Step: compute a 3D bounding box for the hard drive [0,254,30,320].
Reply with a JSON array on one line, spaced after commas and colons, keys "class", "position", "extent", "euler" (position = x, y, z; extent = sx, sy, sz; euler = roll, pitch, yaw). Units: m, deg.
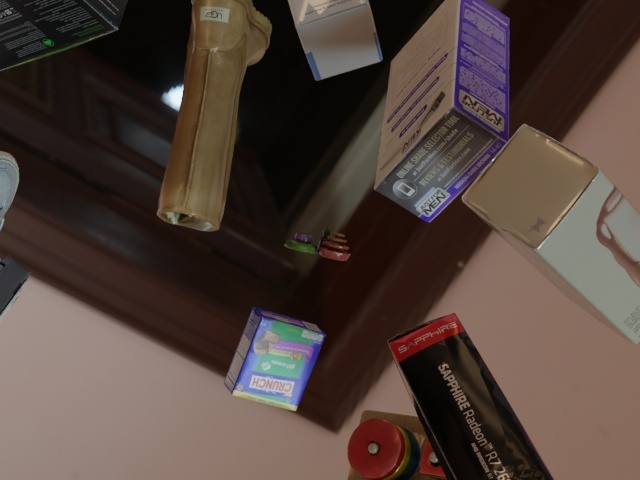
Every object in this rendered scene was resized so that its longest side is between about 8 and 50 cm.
[{"class": "hard drive", "position": [-0.519, 0.169, 1.724], "extent": [0.339, 0.064, 0.237], "euler": [-41, -164, 54]}]

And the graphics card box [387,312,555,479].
[{"class": "graphics card box", "position": [0.196, 0.274, 1.328], "extent": [0.094, 0.233, 0.371], "euler": [-24, -144, 0]}]

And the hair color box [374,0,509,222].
[{"class": "hair color box", "position": [0.183, -0.207, 1.858], "extent": [0.185, 0.110, 0.339], "euler": [-47, -160, 36]}]

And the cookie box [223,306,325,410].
[{"class": "cookie box", "position": [-0.057, 0.148, 1.562], "extent": [0.107, 0.091, 0.040], "euler": [-69, -157, 10]}]

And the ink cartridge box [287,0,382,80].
[{"class": "ink cartridge box", "position": [-0.005, -0.462, 2.130], "extent": [0.129, 0.223, 0.308], "euler": [-17, -108, 5]}]

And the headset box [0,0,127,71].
[{"class": "headset box", "position": [-0.332, -0.369, 1.513], "extent": [0.246, 0.131, 0.283], "euler": [-11, -126, 35]}]

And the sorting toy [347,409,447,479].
[{"class": "sorting toy", "position": [0.129, 0.373, 1.780], "extent": [0.255, 0.089, 0.257], "euler": [3, -107, 34]}]

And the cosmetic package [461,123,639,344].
[{"class": "cosmetic package", "position": [0.333, -0.004, 1.610], "extent": [0.129, 0.296, 0.153], "euler": [-51, -135, 2]}]

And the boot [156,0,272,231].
[{"class": "boot", "position": [-0.127, -0.143, 1.460], "extent": [0.236, 0.089, 0.270], "euler": [44, 52, -78]}]

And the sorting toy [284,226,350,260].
[{"class": "sorting toy", "position": [0.000, 0.000, 1.868], "extent": [0.061, 0.102, 0.042], "euler": [0, 103, -73]}]

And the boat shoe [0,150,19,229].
[{"class": "boat shoe", "position": [-0.517, -0.028, 1.931], "extent": [0.227, 0.079, 0.081], "euler": [-59, -143, 25]}]
